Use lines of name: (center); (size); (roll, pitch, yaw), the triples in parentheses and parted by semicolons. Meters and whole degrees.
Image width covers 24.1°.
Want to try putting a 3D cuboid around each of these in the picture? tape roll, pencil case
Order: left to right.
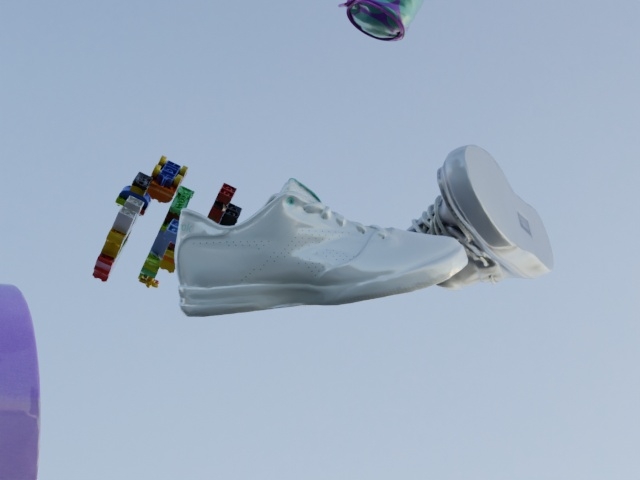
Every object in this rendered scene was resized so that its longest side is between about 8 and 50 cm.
tape roll: (-0.313, 0.170, 1.265); (0.090, 0.274, 0.275); (6, -36, -25)
pencil case: (0.080, -0.266, 1.420); (0.070, 0.151, 0.064); (32, -17, -19)

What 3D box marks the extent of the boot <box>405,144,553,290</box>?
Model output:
boot: (0.128, -0.006, 1.406); (0.123, 0.095, 0.258); (-18, -25, 18)

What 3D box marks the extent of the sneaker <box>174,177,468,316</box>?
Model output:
sneaker: (0.000, 0.000, 1.082); (0.212, 0.094, 0.080); (-6, 0, -6)

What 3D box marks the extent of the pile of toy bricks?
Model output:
pile of toy bricks: (-0.158, 0.001, 1.501); (0.118, 0.212, 0.105); (26, -69, -3)
